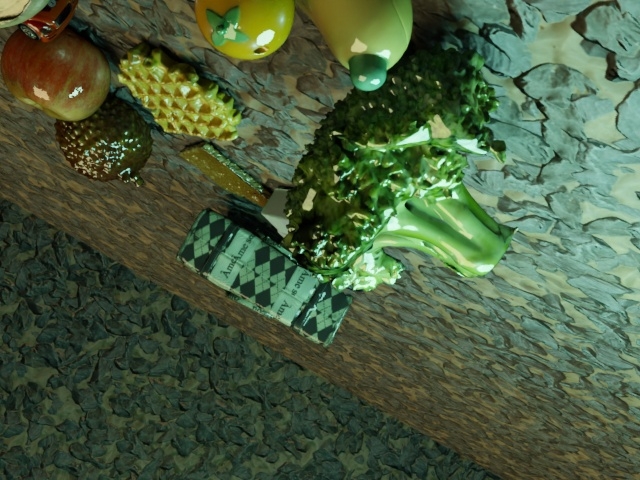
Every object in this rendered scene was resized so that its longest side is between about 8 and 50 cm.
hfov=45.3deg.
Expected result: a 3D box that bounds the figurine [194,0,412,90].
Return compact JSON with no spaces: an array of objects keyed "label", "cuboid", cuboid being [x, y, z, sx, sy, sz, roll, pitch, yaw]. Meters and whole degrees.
[{"label":"figurine","cuboid":[-0.048,-0.289,0.850,0.324,0.222,0.124,28,163,0]}]

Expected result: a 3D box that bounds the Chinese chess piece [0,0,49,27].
[{"label":"Chinese chess piece","cuboid":[-0.506,-0.443,1.136,0.250,0.103,0.250,7,130,9]}]

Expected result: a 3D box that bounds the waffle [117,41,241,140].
[{"label":"waffle","cuboid":[-0.265,-0.278,1.420,0.229,0.057,0.219,12,155,37]}]

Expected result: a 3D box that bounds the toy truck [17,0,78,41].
[{"label":"toy truck","cuboid":[-0.534,-0.450,1.281,0.252,0.107,0.114,33,160,-12]}]

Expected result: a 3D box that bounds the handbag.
[{"label":"handbag","cuboid":[-0.121,0.097,1.884,0.416,0.180,0.317,31,178,5]}]

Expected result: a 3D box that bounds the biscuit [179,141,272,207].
[{"label":"biscuit","cuboid":[-0.199,-0.139,1.726,0.237,0.026,0.131,38,160,-26]}]

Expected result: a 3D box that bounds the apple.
[{"label":"apple","cuboid":[-0.508,-0.327,1.481,0.209,0.164,0.209,25,172,4]}]

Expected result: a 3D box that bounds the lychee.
[{"label":"lychee","cuboid":[-0.458,-0.213,1.650,0.238,0.200,0.200,50,161,4]}]

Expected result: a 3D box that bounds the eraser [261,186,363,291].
[{"label":"eraser","cuboid":[0.000,0.000,1.709,0.130,0.086,0.287,12,155,45]}]

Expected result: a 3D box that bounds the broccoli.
[{"label":"broccoli","cuboid":[0.095,-0.080,1.041,0.338,0.277,0.317,-21,111,13]}]
